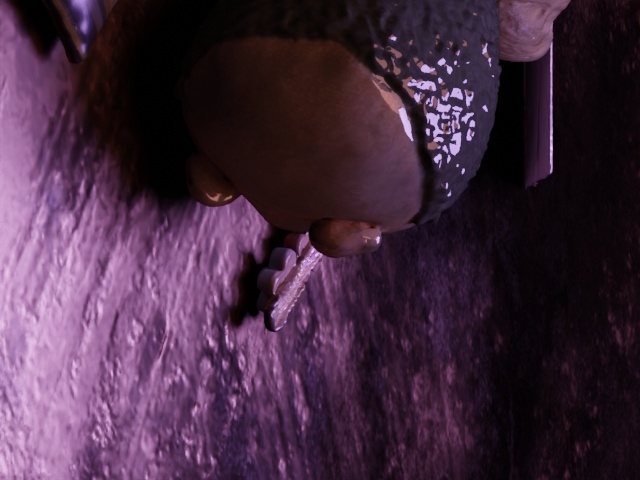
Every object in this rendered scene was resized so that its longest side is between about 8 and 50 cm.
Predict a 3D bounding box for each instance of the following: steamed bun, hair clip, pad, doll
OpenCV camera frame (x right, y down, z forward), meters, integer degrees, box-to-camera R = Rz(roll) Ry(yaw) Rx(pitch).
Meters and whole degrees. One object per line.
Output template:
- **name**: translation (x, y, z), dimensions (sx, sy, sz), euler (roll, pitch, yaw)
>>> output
- **steamed bun**: translation (0.165, -0.258, 1.844), dimensions (0.231, 0.110, 0.212), euler (-101, -174, -56)
- **hair clip**: translation (-0.006, -0.002, 1.606), dimensions (0.214, 0.056, 0.062), euler (-47, 144, -41)
- **pad**: translation (0.218, -0.171, 1.956), dimensions (0.156, 0.004, 0.232), euler (132, -41, -84)
- **doll**: translation (0.027, -0.138, 1.515), dimensions (0.247, 0.247, 0.349), euler (66, 30, -32)

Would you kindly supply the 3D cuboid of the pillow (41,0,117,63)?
- **pillow**: translation (-0.169, -0.266, 1.337), dimensions (0.208, 0.052, 0.212), euler (63, 39, -41)
